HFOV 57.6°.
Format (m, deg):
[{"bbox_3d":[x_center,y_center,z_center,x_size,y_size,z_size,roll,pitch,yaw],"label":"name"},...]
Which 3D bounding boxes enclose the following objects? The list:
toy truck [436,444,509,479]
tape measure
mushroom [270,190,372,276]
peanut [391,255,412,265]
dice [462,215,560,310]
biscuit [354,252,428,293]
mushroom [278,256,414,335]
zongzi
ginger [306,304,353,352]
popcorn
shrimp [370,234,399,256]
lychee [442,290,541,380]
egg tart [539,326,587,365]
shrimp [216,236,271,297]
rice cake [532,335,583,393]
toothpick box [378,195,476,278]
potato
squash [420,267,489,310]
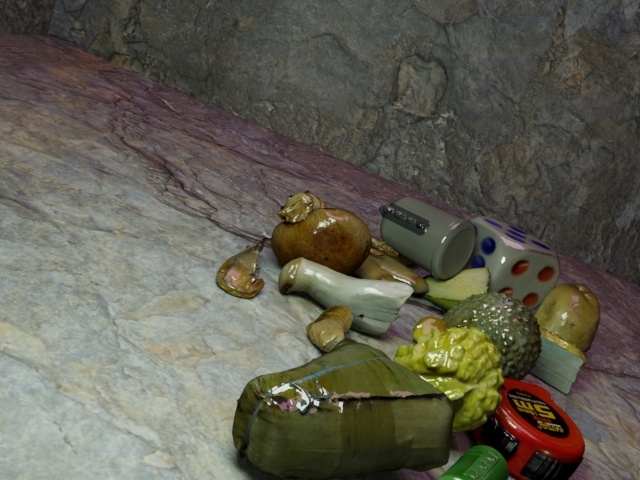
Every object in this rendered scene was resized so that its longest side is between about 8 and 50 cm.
[{"bbox_3d":[0.219,0.414,0.922,0.101,0.125,0.242,35,22,28],"label":"toy truck"},{"bbox_3d":[0.424,0.398,1.242,0.253,0.114,0.260,17,23,-21],"label":"tape measure"},{"bbox_3d":[-0.008,0.001,1.601,0.283,0.263,0.195,53,37,-10],"label":"mushroom"},{"bbox_3d":[0.317,0.048,2.133,0.093,0.083,0.194,38,23,33],"label":"peanut"},{"bbox_3d":[0.658,0.088,2.143,0.304,0.277,0.304,14,22,-29],"label":"dice"},{"bbox_3d":[0.188,0.088,1.886,0.236,0.062,0.290,7,20,-40],"label":"biscuit"},{"bbox_3d":[0.057,0.127,1.479,0.328,0.159,0.122,22,7,6],"label":"mushroom"},{"bbox_3d":[-0.010,0.259,1.034,0.355,0.174,0.393,7,14,-27],"label":"zongzi"},{"bbox_3d":[0.024,0.203,1.343,0.095,0.069,0.190,-17,10,22],"label":"ginger"},{"bbox_3d":[0.233,0.276,1.183,0.205,0.237,0.251,29,-17,-28],"label":"popcorn"},{"bbox_3d":[0.188,0.021,1.911,0.162,0.045,0.095,25,13,-5],"label":"shrimp"},{"bbox_3d":[0.431,0.243,1.483,0.255,0.274,0.255,-1,41,1],"label":"lychee"},{"bbox_3d":[0.711,0.340,1.795,0.212,0.090,0.213,23,19,-9],"label":"egg tart"},{"bbox_3d":[-0.175,0.074,1.490,0.117,0.066,0.262,41,35,5],"label":"shrimp"},{"bbox_3d":[0.636,0.337,1.678,0.211,0.124,0.038,25,11,20],"label":"rice cake"},{"bbox_3d":[0.333,-0.030,1.953,0.229,0.229,0.316,3,22,-48],"label":"toothpick box"},{"bbox_3d":[0.864,0.259,2.027,0.285,0.243,0.242,5,26,-39],"label":"potato"},{"bbox_3d":[0.420,0.148,1.883,0.155,0.204,0.237,42,29,0],"label":"squash"}]
